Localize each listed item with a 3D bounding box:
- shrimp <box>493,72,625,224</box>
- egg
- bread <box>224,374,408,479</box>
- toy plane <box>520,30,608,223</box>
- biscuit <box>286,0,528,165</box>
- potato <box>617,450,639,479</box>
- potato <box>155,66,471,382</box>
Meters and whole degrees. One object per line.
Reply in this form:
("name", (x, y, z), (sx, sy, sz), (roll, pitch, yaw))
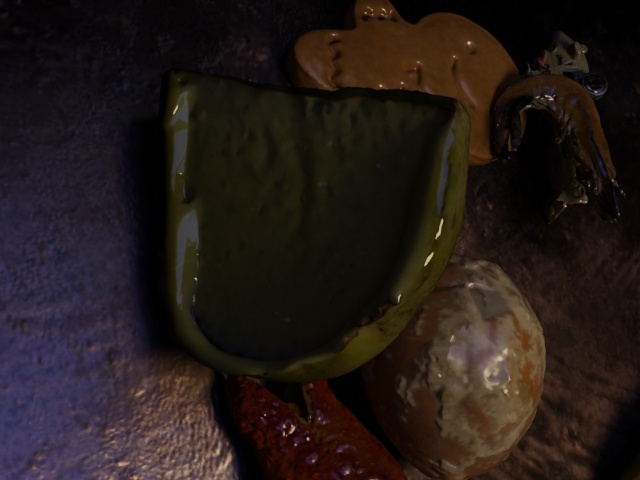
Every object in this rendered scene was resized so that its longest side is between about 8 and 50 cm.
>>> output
("shrimp", (0.301, -0.113, 1.098), (0.152, 0.046, 0.219), (-17, 76, -17))
("egg", (0.134, 0.128, 0.892), (0.195, 0.195, 0.233), (10, 84, -28))
("bread", (0.014, 0.222, 0.842), (0.139, 0.095, 0.269), (-24, 81, -43))
("toy plane", (0.332, -0.165, 1.191), (0.108, 0.092, 0.286), (1, 69, -8))
("biscuit", (0.127, -0.186, 1.092), (0.355, 0.052, 0.275), (-9, 77, -33))
("potato", (0.522, 0.321, 1.061), (0.269, 0.112, 0.255), (-34, 74, -34))
("potato", (0.000, 0.000, 0.853), (0.213, 0.330, 0.280), (19, 82, -58))
